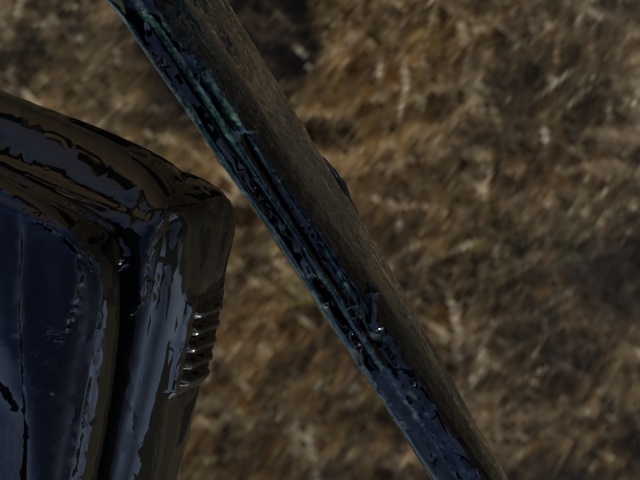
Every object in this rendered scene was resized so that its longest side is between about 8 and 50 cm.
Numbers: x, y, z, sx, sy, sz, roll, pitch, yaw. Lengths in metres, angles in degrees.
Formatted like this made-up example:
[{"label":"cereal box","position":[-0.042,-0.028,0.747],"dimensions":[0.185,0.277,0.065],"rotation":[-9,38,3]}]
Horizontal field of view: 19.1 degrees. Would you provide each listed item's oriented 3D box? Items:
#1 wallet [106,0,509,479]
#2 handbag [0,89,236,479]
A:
[{"label":"wallet","position":[0.000,0.000,0.991],"dimensions":[0.046,0.191,0.379],"rotation":[-30,106,4]},{"label":"handbag","position":[-0.169,0.068,0.839],"dimensions":[0.244,0.088,0.275],"rotation":[23,111,27]}]
